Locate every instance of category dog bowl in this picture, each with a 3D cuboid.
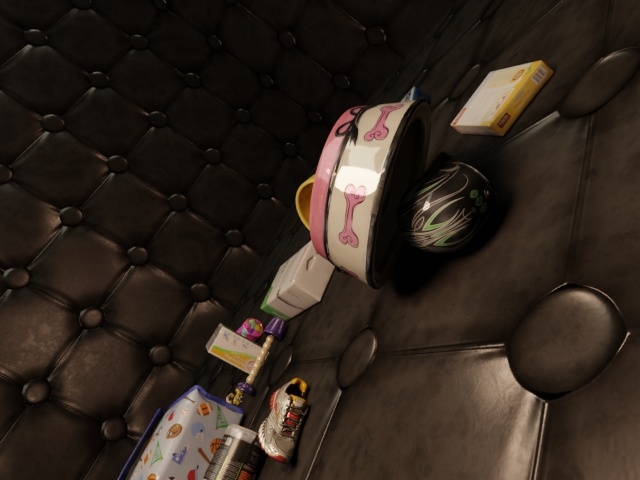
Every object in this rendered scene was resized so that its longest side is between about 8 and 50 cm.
[{"bbox_3d":[0.114,-0.108,0.918,0.408,0.150,0.407,15,-90,-71],"label":"dog bowl"}]

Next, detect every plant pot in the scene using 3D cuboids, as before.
[{"bbox_3d":[0.080,-0.154,1.470,0.239,0.254,0.254,-47,4,-40],"label":"plant pot"},{"bbox_3d":[0.293,-0.143,0.957,0.081,0.083,0.081,-54,13,16],"label":"plant pot"}]

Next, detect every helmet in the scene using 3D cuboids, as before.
[{"bbox_3d":[0.230,-0.053,0.795,0.161,0.169,0.169,-41,11,-9],"label":"helmet"}]

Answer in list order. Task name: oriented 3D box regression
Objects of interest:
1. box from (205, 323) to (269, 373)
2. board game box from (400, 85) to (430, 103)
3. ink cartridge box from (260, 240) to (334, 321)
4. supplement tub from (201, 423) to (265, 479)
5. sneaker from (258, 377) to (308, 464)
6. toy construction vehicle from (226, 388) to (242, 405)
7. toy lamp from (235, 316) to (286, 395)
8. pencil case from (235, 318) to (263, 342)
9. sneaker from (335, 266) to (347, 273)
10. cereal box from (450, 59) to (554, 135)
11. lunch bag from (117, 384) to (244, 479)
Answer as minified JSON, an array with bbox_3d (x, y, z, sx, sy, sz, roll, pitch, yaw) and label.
[{"bbox_3d":[-0.310,0.409,1.567,0.103,0.203,0.114,-60,15,-13],"label":"box"},{"bbox_3d":[0.287,-0.406,1.633,0.302,0.086,0.308,-46,16,41],"label":"board game box"},{"bbox_3d":[-0.079,0.152,1.525,0.289,0.122,0.211,-39,21,52],"label":"ink cartridge box"},{"bbox_3d":[-0.216,0.565,1.023,0.117,0.117,0.190,-39,20,53],"label":"supplement tub"},{"bbox_3d":[-0.080,0.407,0.972,0.092,0.088,0.225,-50,14,20],"label":"sneaker"},{"bbox_3d":[-0.321,0.584,1.553,0.086,0.035,0.098,-52,13,17],"label":"toy construction vehicle"},{"bbox_3d":[-0.201,0.402,1.473,0.274,0.080,0.080,-63,14,-24],"label":"toy lamp"},{"bbox_3d":[-0.350,0.446,1.869,0.236,0.104,0.104,-48,15,29],"label":"pencil case"},{"bbox_3d":[0.068,0.063,1.329,0.074,0.063,0.170,-51,17,-3],"label":"sneaker"},{"bbox_3d":[0.429,-0.340,1.023,0.173,0.047,0.240,-54,12,11],"label":"cereal box"},{"bbox_3d":[-0.465,0.693,1.317,0.385,0.239,0.327,-42,18,35],"label":"lunch bag"}]
